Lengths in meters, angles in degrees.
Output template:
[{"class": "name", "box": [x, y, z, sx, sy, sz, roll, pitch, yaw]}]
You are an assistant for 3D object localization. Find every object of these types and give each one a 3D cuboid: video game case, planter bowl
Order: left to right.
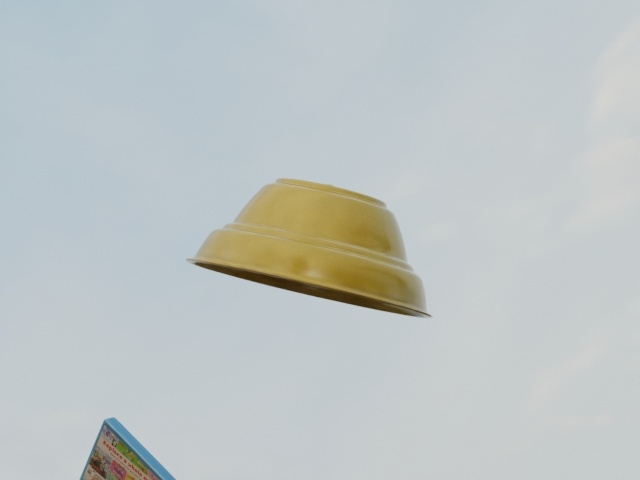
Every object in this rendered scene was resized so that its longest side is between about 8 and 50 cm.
[{"class": "video game case", "box": [-0.193, 0.269, 1.857, 0.015, 0.119, 0.166, -11, -46, -47]}, {"class": "planter bowl", "box": [0.000, 0.000, 1.654, 0.217, 0.090, 0.217, 13, -3, 1]}]
